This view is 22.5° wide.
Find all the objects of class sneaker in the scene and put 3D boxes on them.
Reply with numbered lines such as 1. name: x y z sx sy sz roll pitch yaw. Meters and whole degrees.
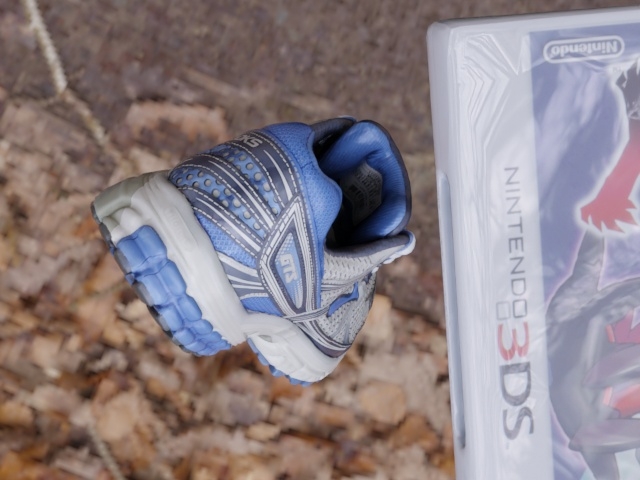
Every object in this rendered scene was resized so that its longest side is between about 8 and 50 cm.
1. sneaker: 0.000 0.000 0.386 0.058 0.135 0.052 -32 80 11

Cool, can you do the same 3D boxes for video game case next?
1. video game case: 0.138 0.012 0.531 0.201 0.023 0.183 -7 99 -14
